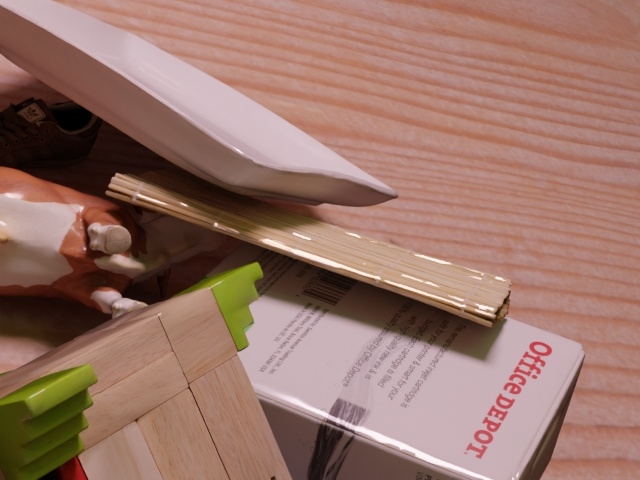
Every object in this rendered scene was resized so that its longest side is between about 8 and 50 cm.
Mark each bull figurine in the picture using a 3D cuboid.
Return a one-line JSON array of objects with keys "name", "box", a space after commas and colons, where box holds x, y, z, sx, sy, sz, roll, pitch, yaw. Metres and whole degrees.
[{"name": "bull figurine", "box": [-0.215, -0.001, 1.043, 0.310, 0.101, 0.188, 9, 6, -20]}]

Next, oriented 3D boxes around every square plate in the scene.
[{"name": "square plate", "box": [-0.129, -0.120, 1.189, 0.347, 0.049, 0.344, 32, 10, 19]}]

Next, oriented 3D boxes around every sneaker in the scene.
[{"name": "sneaker", "box": [-0.268, -0.094, 1.159, 0.066, 0.071, 0.188, 47, 37, 17]}]

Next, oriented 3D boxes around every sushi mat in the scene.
[{"name": "sushi mat", "box": [0.000, 0.000, 1.069, 0.317, 0.019, 0.151, 18, 9, 8]}]

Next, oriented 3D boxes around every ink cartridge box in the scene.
[{"name": "ink cartridge box", "box": [0.028, 0.124, 1.021, 0.289, 0.121, 0.211, 20, 32, 18]}]

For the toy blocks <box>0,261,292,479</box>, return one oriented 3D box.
[{"name": "toy blocks", "box": [-0.139, 0.205, 0.798, 0.381, 0.191, 0.260, -29, 98, -47]}]
